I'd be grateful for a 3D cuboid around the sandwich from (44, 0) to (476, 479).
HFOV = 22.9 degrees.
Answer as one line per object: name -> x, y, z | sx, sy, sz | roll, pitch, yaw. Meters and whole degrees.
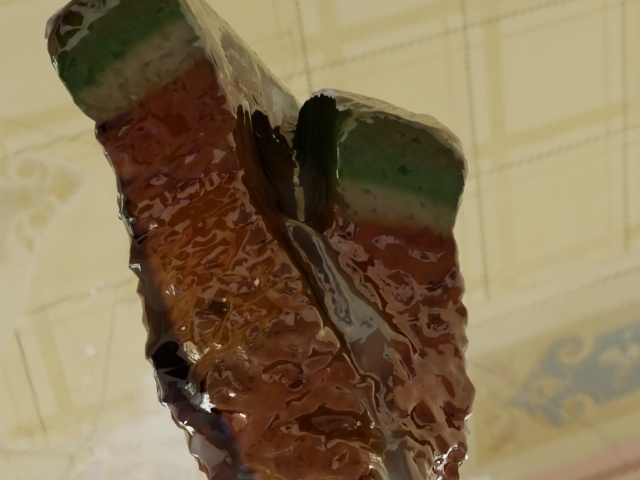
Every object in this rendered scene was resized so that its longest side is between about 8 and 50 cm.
sandwich -> 0.000, 0.000, 0.765 | 0.162, 0.301, 0.250 | -27, -29, 12
